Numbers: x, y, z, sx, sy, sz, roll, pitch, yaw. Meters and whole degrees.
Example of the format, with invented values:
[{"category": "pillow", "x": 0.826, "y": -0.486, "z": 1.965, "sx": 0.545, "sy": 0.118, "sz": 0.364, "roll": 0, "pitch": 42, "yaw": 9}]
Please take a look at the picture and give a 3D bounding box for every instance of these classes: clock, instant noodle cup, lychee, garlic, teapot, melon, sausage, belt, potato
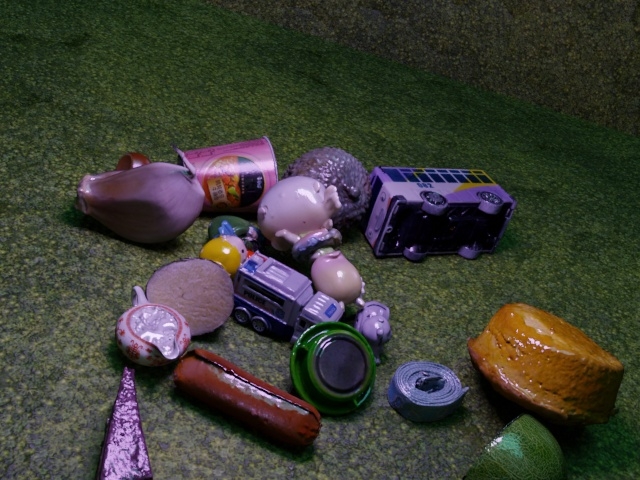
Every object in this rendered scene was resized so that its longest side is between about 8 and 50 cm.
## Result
[{"category": "clock", "x": 0.133, "y": 0.205, "z": 1.879, "sx": 0.080, "sy": 0.117, "sz": 0.176, "roll": 14, "pitch": 34, "yaw": -7}, {"category": "instant noodle cup", "x": -0.266, "y": -0.172, "z": 2.157, "sx": 0.255, "sy": 0.243, "sz": 0.244, "roll": -7, "pitch": 41, "yaw": -18}, {"category": "lychee", "x": 0.014, "y": -0.140, "z": 2.202, "sx": 0.255, "sy": 0.255, "sz": 0.274, "roll": -12, "pitch": 5, "yaw": -36}, {"category": "garlic", "x": -0.424, "y": -0.137, "z": 1.969, "sx": 0.340, "sy": 0.245, "sz": 0.231, "roll": -21, "pitch": 30, "yaw": 22}, {"category": "teapot", "x": -0.511, "y": -0.187, "z": 2.156, "sx": 0.116, "sy": 0.116, "sz": 0.173, "roll": -16, "pitch": 20, "yaw": -40}, {"category": "teapot", "x": -0.369, "y": 0.196, "z": 1.669, "sx": 0.159, "sy": 0.116, "sz": 0.245, "roll": -22, "pitch": 52, "yaw": -27}, {"category": "melon", "x": 0.454, "y": 0.476, "z": 1.641, "sx": 0.265, "sy": 0.129, "sz": 0.169, "roll": -18, "pitch": 50, "yaw": -44}, {"category": "sausage", "x": -0.151, "y": 0.329, "z": 1.595, "sx": 0.330, "sy": 0.102, "sz": 0.102, "roll": 26, "pitch": 35, "yaw": 9}, {"category": "belt", "x": 0.241, "y": 0.343, "z": 1.768, "sx": 0.163, "sy": 0.082, "sz": 0.148, "roll": -22, "pitch": 55, "yaw": -42}, {"category": "potato", "x": -0.292, "y": 0.125, "z": 1.792, "sx": 0.202, "sy": 0.182, "sz": 0.117, "roll": -15, "pitch": 3, "yaw": 5}]

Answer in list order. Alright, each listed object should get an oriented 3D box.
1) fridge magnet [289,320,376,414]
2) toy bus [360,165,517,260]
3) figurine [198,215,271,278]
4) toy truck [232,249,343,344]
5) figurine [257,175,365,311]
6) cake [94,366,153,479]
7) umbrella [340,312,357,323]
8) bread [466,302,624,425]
[{"category": "fridge magnet", "x": 0.032, "y": 0.280, "z": 1.699, "sx": 0.208, "sy": 0.088, "sz": 0.207, "roll": 7, "pitch": 71, "yaw": -22}, {"category": "toy bus", "x": 0.333, "y": -0.093, "z": 2.307, "sx": 0.440, "sy": 0.209, "sz": 0.249, "roll": -2, "pitch": 38, "yaw": -28}, {"category": "figurine", "x": -0.217, "y": 0.037, "z": 1.967, "sx": 0.185, "sy": 0.127, "sz": 0.234, "roll": 26, "pitch": 22, "yaw": -18}, {"category": "toy truck", "x": -0.077, "y": 0.152, "z": 1.823, "sx": 0.268, "sy": 0.155, "sz": 0.124, "roll": 27, "pitch": 35, "yaw": 12}, {"category": "figurine", "x": 0.000, "y": 0.000, "z": 1.927, "sx": 0.227, "sy": 0.274, "sz": 0.394, "roll": -11, "pitch": 63, "yaw": -34}, {"category": "cake", "x": -0.359, "y": 0.374, "z": 1.423, "sx": 0.113, "sy": 0.115, "sz": 0.295, "roll": 10, "pitch": 37, "yaw": -19}, {"category": "umbrella", "x": 0.078, "y": 0.195, "z": 1.953, "sx": 0.149, "sy": 0.022, "sz": 0.022, "roll": -15, "pitch": 73, "yaw": -39}, {"category": "bread", "x": 0.534, "y": 0.289, "z": 1.820, "sx": 0.337, "sy": 0.204, "sz": 0.358, "roll": 23, "pitch": 10, "yaw": -29}]
